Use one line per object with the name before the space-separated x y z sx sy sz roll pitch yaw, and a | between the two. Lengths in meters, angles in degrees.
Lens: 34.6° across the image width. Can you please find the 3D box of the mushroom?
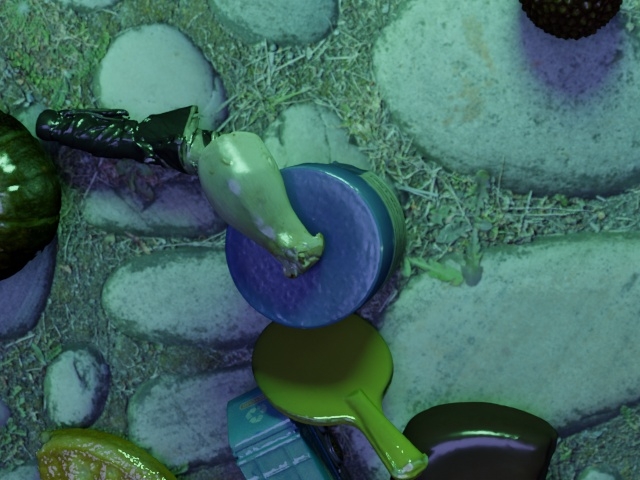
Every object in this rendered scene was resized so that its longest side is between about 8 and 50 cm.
mushroom | -0.087 -0.047 1.476 0.116 0.093 0.225 -31 83 -5

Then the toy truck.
toy truck | -0.028 0.413 1.728 0.146 0.175 0.367 -28 95 11

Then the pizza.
pizza | -0.355 0.441 1.834 0.269 0.087 0.257 -15 93 11

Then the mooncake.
mooncake | 0.261 0.415 1.678 0.334 0.174 0.326 -40 93 11

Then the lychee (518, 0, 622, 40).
lychee | 0.370 -0.389 1.521 0.188 0.188 0.188 2 100 9

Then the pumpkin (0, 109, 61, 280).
pumpkin | -0.585 -0.078 1.720 0.321 0.192 0.320 5 105 19

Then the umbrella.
umbrella | -0.303 -0.173 1.704 0.358 0.113 0.106 11 123 8

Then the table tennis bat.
table tennis bat | 0.042 0.242 1.645 0.224 0.054 0.368 -29 55 -23

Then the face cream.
face cream | 0.000 0.000 1.621 0.249 0.225 0.248 1 95 15
